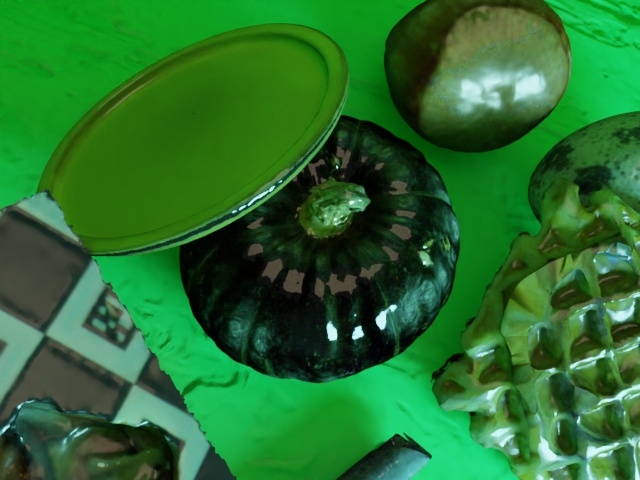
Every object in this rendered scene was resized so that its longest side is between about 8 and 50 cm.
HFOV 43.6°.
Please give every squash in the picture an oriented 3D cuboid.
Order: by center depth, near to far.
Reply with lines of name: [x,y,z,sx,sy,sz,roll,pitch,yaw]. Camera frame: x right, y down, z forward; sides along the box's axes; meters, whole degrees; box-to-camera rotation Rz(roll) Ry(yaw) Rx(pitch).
squash: [-0.001,0.002,0.549,0.193,0.156,0.193,-8,67,18]

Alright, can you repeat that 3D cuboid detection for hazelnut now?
hazelnut: [0.128,-0.153,0.671,0.150,0.150,0.150,7,65,-15]

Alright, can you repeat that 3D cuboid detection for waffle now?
waffle: [0.209,0.086,0.587,0.204,0.054,0.223,31,90,-12]

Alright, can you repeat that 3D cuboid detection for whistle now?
whistle: [0.002,0.187,0.532,0.176,0.033,0.033,-33,79,-26]

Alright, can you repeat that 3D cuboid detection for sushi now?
sushi: [-0.203,0.157,0.423,0.292,0.059,0.294,-33,89,-31]

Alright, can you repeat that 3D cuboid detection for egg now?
egg: [0.257,-0.040,0.661,0.172,0.132,0.132,-2,67,-6]

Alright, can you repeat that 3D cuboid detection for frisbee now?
frisbee: [-0.089,-0.075,0.549,0.236,0.017,0.236,-16,41,15]
